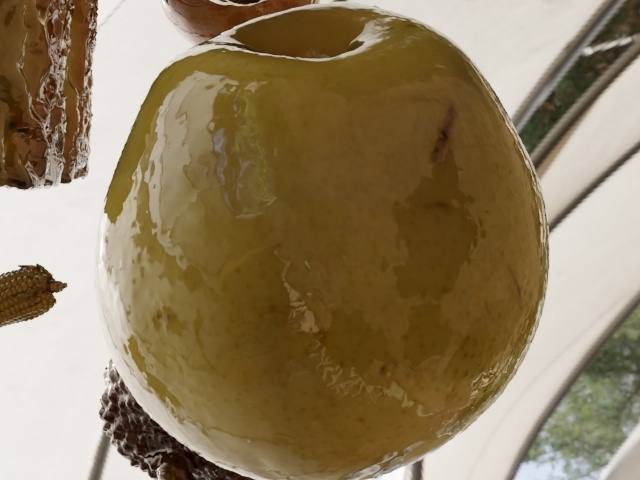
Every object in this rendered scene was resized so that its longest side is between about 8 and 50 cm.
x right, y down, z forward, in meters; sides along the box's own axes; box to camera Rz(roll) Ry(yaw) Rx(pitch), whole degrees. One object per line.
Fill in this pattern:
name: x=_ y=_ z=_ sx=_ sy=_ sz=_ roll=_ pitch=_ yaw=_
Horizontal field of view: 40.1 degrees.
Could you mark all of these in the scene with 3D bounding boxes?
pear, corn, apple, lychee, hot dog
pear: x=0.000 y=0.000 z=0.582 sx=0.309 sy=0.309 sz=0.309 roll=40 pitch=-143 yaw=-40
corn: x=-0.167 y=0.031 z=0.433 sx=0.027 sy=0.083 sz=0.028 roll=84 pitch=167 yaw=-52
apple: x=-0.124 y=-0.378 z=1.268 sx=0.253 sy=0.253 sz=0.253 roll=40 pitch=-143 yaw=-40
lychee: x=-0.118 y=0.177 z=1.034 sx=0.276 sy=0.275 sz=0.304 roll=56 pitch=-145 yaw=-18
hot dog: x=-0.301 y=-0.237 z=0.775 sx=0.367 sy=0.196 sz=0.365 roll=-131 pitch=48 yaw=-81

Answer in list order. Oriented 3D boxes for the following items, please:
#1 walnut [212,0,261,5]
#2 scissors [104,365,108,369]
walnut: x=-0.072 y=-0.238 z=0.552 sx=0.167 sy=0.167 sz=0.207 roll=42 pitch=-156 yaw=-38
scissors: x=-0.313 y=0.187 z=1.409 sx=0.036 sy=0.006 sz=0.083 roll=45 pitch=-133 yaw=14
